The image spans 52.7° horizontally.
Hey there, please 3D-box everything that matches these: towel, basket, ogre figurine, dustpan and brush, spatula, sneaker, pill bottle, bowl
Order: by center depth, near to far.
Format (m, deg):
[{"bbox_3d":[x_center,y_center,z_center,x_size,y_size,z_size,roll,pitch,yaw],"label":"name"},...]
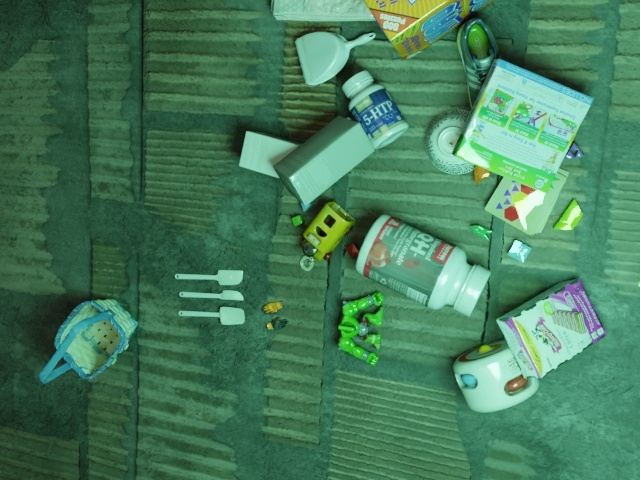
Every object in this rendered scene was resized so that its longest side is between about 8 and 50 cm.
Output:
[{"bbox_3d":[0.404,-0.406,1.589,0.111,0.121,0.300,-20,90,15],"label":"sneaker"},{"bbox_3d":[0.345,-0.253,1.659,0.170,0.080,0.170,3,99,20],"label":"bowl"},{"bbox_3d":[0.268,0.071,1.678,0.318,0.176,0.176,25,105,16],"label":"pill bottle"},{"bbox_3d":[0.139,-0.346,1.705,0.112,0.112,0.187,-34,85,21],"label":"pill bottle"},{"bbox_3d":[0.020,-0.761,1.729,0.317,0.053,0.332,6,100,19],"label":"towel"},{"bbox_3d":[0.046,-0.520,1.754,0.211,0.060,0.147,-20,77,28],"label":"dustpan and brush"},{"bbox_3d":[0.112,0.240,1.802,0.118,0.097,0.197,6,111,8],"label":"ogre figurine"},{"bbox_3d":[-0.345,0.175,2.003,0.242,0.019,0.168,-1,98,20],"label":"spatula"},{"bbox_3d":[-0.723,0.309,2.014,0.201,0.289,0.255,45,110,9],"label":"basket"}]

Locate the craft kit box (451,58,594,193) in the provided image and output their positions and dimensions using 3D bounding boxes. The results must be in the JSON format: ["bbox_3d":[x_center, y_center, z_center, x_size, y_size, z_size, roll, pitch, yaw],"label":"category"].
[{"bbox_3d":[0.480,-0.271,1.545,0.250,0.061,0.246,22,103,-5],"label":"craft kit box"}]

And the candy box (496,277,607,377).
[{"bbox_3d":[0.563,0.211,1.569,0.233,0.071,0.159,-25,88,-22],"label":"candy box"}]

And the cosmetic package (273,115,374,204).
[{"bbox_3d":[0.008,-0.215,1.700,0.238,0.127,0.107,-36,121,-8],"label":"cosmetic package"}]

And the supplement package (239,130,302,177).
[{"bbox_3d":[-0.120,-0.236,1.819,0.179,0.105,0.105,19,103,18],"label":"supplement package"}]

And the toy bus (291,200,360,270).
[{"bbox_3d":[0.003,-0.012,1.803,0.191,0.104,0.202,-5,95,21],"label":"toy bus"}]

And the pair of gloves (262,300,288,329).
[{"bbox_3d":[-0.137,0.227,1.936,0.074,0.010,0.083,-17,92,21],"label":"pair of gloves"}]

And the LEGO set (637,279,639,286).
[{"bbox_3d":[0.904,0.068,1.432,0.255,0.192,0.331,40,109,11],"label":"LEGO set"}]

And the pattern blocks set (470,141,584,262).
[{"bbox_3d":[0.523,-0.122,1.635,0.285,0.026,0.325,39,107,9],"label":"pattern blocks set"}]

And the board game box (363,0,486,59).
[{"bbox_3d":[0.232,-0.677,1.464,0.356,0.356,0.356,-32,90,15],"label":"board game box"}]

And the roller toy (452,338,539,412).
[{"bbox_3d":[0.443,0.333,1.638,0.209,0.191,0.146,-22,88,22],"label":"roller toy"}]
